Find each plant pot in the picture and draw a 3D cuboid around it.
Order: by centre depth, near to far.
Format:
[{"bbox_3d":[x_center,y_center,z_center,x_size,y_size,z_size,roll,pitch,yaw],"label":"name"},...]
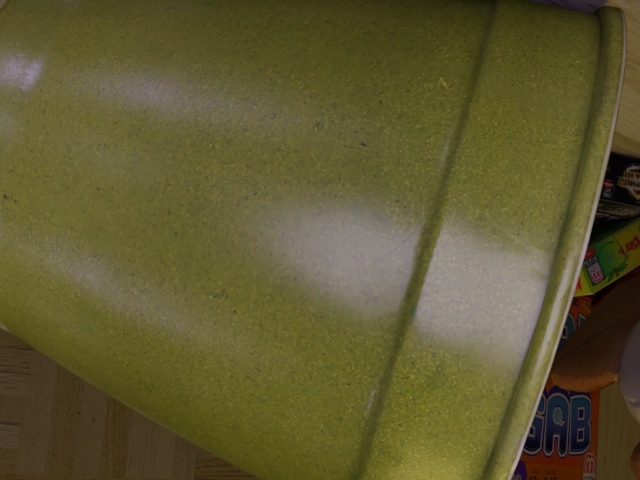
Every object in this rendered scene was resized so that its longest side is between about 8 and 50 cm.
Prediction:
[{"bbox_3d":[-0.036,-0.018,0.689,0.353,0.366,0.366,17,171,4],"label":"plant pot"}]

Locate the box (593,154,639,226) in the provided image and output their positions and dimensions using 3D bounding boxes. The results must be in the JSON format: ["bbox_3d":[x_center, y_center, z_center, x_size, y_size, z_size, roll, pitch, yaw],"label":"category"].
[{"bbox_3d":[0.204,-0.055,1.069,0.220,0.051,0.175,9,169,-23],"label":"box"}]

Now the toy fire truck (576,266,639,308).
[{"bbox_3d":[0.323,0.035,1.305,0.246,0.158,0.217,16,172,5],"label":"toy fire truck"}]

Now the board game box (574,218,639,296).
[{"bbox_3d":[0.307,0.004,1.116,0.181,0.043,0.092,-26,-176,-28],"label":"board game box"}]

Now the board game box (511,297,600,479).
[{"bbox_3d":[0.224,0.217,1.738,0.356,0.356,0.356,-2,168,36],"label":"board game box"}]

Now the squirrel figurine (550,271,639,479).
[{"bbox_3d":[0.505,0.149,1.090,0.370,0.397,0.281,35,-178,-19],"label":"squirrel figurine"}]
